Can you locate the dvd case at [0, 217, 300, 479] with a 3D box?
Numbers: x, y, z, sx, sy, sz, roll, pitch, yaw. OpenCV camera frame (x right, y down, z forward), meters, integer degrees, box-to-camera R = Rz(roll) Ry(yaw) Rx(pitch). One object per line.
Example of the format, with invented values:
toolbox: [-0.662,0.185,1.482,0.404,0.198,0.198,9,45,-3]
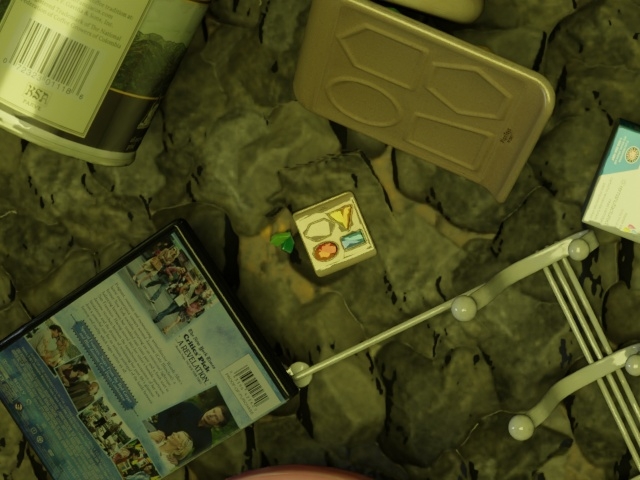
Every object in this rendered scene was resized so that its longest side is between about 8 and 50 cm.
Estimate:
dvd case: [-0.163,0.117,1.562,0.253,0.022,0.180,-33,90,26]

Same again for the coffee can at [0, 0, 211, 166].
coffee can: [-0.181,-0.226,1.447,0.201,0.201,0.275,29,102,2]

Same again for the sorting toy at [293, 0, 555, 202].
sorting toy: [0.081,-0.124,1.452,0.208,0.193,0.038,28,66,4]

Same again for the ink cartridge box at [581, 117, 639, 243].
ink cartridge box: [0.288,-0.038,1.489,0.122,0.052,0.088,20,101,3]

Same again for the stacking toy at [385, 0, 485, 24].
stacking toy: [0.105,-0.347,1.430,0.141,0.141,0.330,17,97,5]

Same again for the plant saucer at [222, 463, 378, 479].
plant saucer: [-0.003,0.339,1.506,0.332,0.084,0.332,3,104,11]

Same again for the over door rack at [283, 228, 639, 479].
over door rack: [0.131,0.164,1.518,0.324,0.108,0.239,-25,94,11]

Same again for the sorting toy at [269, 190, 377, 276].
sorting toy: [0.000,0.000,1.556,0.083,0.012,0.062,-22,96,11]
